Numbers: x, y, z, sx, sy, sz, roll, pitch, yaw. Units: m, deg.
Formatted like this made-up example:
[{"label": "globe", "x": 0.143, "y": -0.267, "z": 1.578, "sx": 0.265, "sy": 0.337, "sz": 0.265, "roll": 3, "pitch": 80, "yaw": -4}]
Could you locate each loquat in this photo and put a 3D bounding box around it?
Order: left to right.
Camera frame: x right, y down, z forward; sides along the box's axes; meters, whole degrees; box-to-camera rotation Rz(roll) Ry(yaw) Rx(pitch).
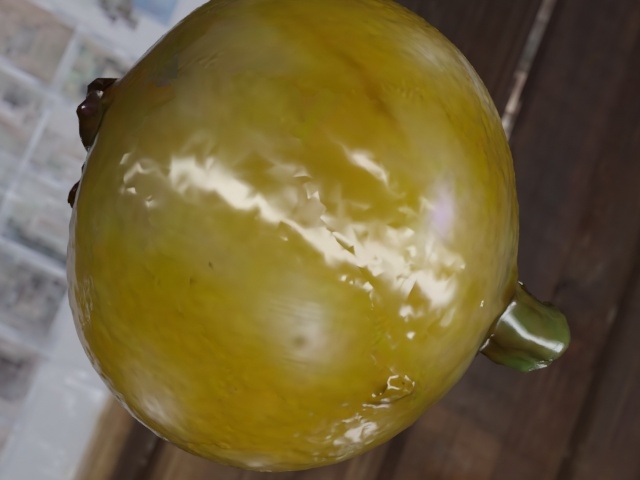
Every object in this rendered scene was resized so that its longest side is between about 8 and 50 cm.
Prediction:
[{"label": "loquat", "x": 0.000, "y": 0.000, "z": 1.201, "sx": 0.359, "sy": 0.328, "sz": 0.328, "roll": 26, "pitch": 166, "yaw": -5}]
